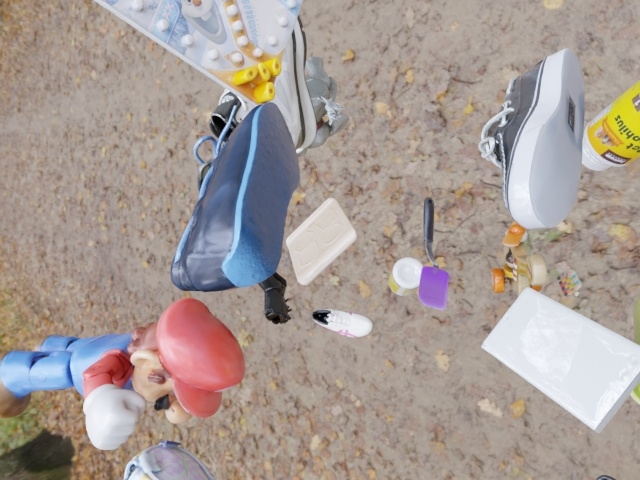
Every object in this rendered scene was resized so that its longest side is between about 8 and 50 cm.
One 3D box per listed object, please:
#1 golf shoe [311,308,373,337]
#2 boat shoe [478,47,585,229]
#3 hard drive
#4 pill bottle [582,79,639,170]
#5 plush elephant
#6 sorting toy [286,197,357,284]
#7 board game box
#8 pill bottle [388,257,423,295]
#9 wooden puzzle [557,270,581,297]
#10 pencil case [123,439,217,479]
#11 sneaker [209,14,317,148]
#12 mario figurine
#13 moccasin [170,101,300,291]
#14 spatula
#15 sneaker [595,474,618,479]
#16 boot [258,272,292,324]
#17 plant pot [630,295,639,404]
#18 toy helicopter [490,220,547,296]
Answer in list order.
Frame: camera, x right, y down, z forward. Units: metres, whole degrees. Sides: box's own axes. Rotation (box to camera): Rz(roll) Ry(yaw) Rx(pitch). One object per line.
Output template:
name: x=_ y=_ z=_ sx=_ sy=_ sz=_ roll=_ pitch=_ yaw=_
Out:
golf shoe: x=0.058 y=0.232 z=1.203 sx=0.186 sy=0.086 sz=0.067 roll=3 pitch=77 yaw=34
boat shoe: x=0.266 y=-0.133 z=0.556 sx=0.105 sy=0.113 sz=0.306 roll=-13 pitch=46 yaw=47
hard drive: x=0.565 y=0.263 z=1.011 sx=0.203 sy=0.040 sz=0.307 roll=-53 pitch=35 yaw=1
pill bottle: x=0.599 y=-0.221 z=0.818 sx=0.215 sy=0.117 sz=0.117 roll=109 pitch=141 yaw=-69
plush elephant: x=-0.045 y=-0.445 z=1.514 sx=0.330 sy=0.272 sz=0.255 roll=49 pitch=153 yaw=23
sorting toy: x=0.000 y=0.000 z=1.120 sx=0.193 sy=0.038 sz=0.208 roll=-44 pitch=33 yaw=11
board game box: x=-0.161 y=-0.461 z=0.614 sx=0.050 sy=0.390 sz=0.389 roll=7 pitch=77 yaw=47
pill bottle: x=0.282 y=0.128 z=1.424 sx=0.184 sy=0.103 sz=0.103 roll=84 pitch=163 yaw=-72
wooden puzzle: x=0.617 y=0.108 z=1.055 sx=0.083 sy=0.006 sz=0.049 roll=-83 pitch=20 yaw=-48
pencil case: x=-0.228 y=0.381 z=0.490 sx=0.113 sy=0.124 sz=0.273 roll=25 pitch=81 yaw=39
sneaker: x=-0.158 y=-0.391 z=0.993 sx=0.169 sy=0.257 sz=0.447 roll=4 pitch=122 yaw=37
mario figurine: x=-0.245 y=0.186 z=0.541 sx=0.321 sy=0.198 sz=0.170 roll=-8 pitch=129 yaw=15
moccasin: x=-0.108 y=-0.078 z=0.539 sx=0.117 sy=0.342 sz=0.137 roll=-18 pitch=121 yaw=18
spatula: x=0.271 y=0.020 z=1.051 sx=0.030 sy=0.084 sz=0.296 roll=135 pitch=143 yaw=-55
sneaker: x=0.661 y=0.673 z=0.954 sx=0.102 sy=0.293 sz=0.146 roll=-26 pitch=114 yaw=37
boot: x=-0.104 y=0.107 z=0.853 sx=0.045 sy=0.121 sz=0.099 roll=-26 pitch=47 yaw=23
plant pot: x=0.880 y=0.247 z=1.022 sx=0.276 sy=0.254 sz=0.276 roll=14 pitch=132 yaw=16
toy helicopter: x=0.597 y=0.055 z=1.255 sx=0.140 sy=0.355 sz=0.234 roll=-3 pitch=91 yaw=12
